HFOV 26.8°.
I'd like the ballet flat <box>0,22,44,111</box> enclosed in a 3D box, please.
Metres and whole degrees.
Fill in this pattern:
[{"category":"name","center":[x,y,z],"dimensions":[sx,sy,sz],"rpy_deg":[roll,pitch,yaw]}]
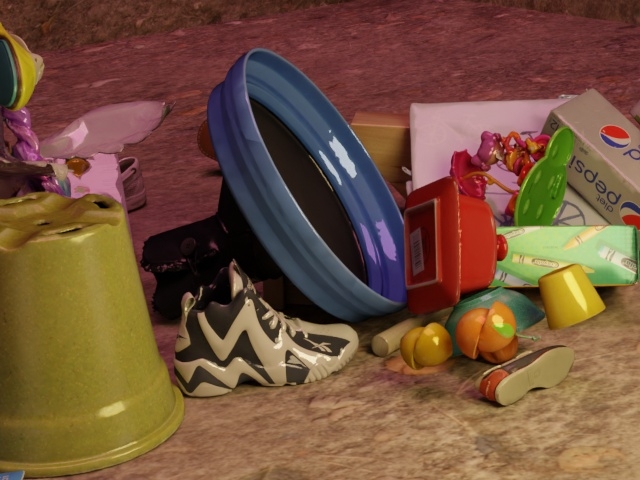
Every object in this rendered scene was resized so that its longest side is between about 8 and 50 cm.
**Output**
[{"category":"ballet flat","center":[-0.407,-0.236,1.757],"dimensions":[0.077,0.077,0.231],"rpy_deg":[4,27,-38]}]

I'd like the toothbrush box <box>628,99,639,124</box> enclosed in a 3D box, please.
[{"category":"toothbrush box","center":[0.607,-0.115,1.955],"dimensions":[0.283,0.122,0.206],"rpy_deg":[39,14,-13]}]

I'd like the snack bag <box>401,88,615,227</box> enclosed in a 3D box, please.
[{"category":"snack bag","center":[0.286,-0.093,2.046],"dimensions":[0.323,0.037,0.342],"rpy_deg":[-3,51,2]}]

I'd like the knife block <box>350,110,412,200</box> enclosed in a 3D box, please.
[{"category":"knife block","center":[0.217,-0.162,2.179],"dimensions":[0.242,0.276,0.088],"rpy_deg":[-41,10,17]}]

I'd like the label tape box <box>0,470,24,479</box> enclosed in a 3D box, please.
[{"category":"label tape box","center":[-0.480,0.248,1.283],"dimensions":[0.347,0.115,0.249],"rpy_deg":[-5,19,-1]}]

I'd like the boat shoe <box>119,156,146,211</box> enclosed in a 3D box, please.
[{"category":"boat shoe","center":[-0.401,-0.077,2.242],"dimensions":[0.098,0.096,0.277],"rpy_deg":[12,24,29]}]

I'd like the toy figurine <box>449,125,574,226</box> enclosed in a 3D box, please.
[{"category":"toy figurine","center":[0.265,-0.106,1.954],"dimensions":[0.159,0.173,0.130],"rpy_deg":[24,7,35]}]

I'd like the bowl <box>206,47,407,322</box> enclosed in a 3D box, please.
[{"category":"bowl","center":[-0.010,-0.068,1.762],"dimensions":[0.077,0.391,0.391],"rpy_deg":[-31,11,19]}]

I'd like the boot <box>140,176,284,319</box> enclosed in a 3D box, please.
[{"category":"boot","center":[-0.152,-0.030,1.828],"dimensions":[0.207,0.246,0.094],"rpy_deg":[-19,-25,22]}]

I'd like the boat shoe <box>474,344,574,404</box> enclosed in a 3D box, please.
[{"category":"boat shoe","center":[0.242,0.153,1.574],"dimensions":[0.137,0.049,0.043],"rpy_deg":[-21,24,-33]}]

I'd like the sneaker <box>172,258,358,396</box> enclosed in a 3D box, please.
[{"category":"sneaker","center":[-0.066,0.092,1.623],"dimensions":[0.235,0.153,0.094],"rpy_deg":[-7,20,-13]}]

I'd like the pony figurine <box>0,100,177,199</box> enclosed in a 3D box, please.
[{"category":"pony figurine","center":[-0.396,-0.078,1.833],"dimensions":[0.351,0.363,0.303],"rpy_deg":[10,22,32]}]

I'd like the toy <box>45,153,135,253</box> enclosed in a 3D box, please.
[{"category":"toy","center":[-0.376,-0.041,2.130],"dimensions":[0.137,0.056,0.237],"rpy_deg":[-6,54,-13]}]

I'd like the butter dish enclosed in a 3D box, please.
[{"category":"butter dish","center":[0.177,0.008,1.669],"dimensions":[0.118,0.160,0.160],"rpy_deg":[1,-8,-20]}]

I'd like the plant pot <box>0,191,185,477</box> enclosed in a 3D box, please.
[{"category":"plant pot","center":[-0.300,0.088,1.509],"dimensions":[0.276,0.254,0.276],"rpy_deg":[-3,19,1]}]

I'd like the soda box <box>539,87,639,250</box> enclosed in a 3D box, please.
[{"category":"soda box","center":[0.449,-0.087,1.952],"dimensions":[0.098,0.091,0.286],"rpy_deg":[-28,63,-30]}]

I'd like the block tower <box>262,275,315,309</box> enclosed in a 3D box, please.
[{"category":"block tower","center":[0.000,0.000,1.979],"dimensions":[0.097,0.091,0.335],"rpy_deg":[2,20,14]}]

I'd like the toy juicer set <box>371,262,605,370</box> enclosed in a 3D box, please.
[{"category":"toy juicer set","center":[0.178,0.121,1.630],"dimensions":[0.209,0.089,0.329],"rpy_deg":[-23,1,-27]}]

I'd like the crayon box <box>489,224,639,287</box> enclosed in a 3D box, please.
[{"category":"crayon box","center":[0.274,0.024,1.807],"dimensions":[0.278,0.081,0.165],"rpy_deg":[-1,-3,3]}]

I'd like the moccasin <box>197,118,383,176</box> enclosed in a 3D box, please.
[{"category":"moccasin","center":[-0.073,-0.152,2.392],"dimensions":[0.380,0.139,0.147],"rpy_deg":[22,20,32]}]
